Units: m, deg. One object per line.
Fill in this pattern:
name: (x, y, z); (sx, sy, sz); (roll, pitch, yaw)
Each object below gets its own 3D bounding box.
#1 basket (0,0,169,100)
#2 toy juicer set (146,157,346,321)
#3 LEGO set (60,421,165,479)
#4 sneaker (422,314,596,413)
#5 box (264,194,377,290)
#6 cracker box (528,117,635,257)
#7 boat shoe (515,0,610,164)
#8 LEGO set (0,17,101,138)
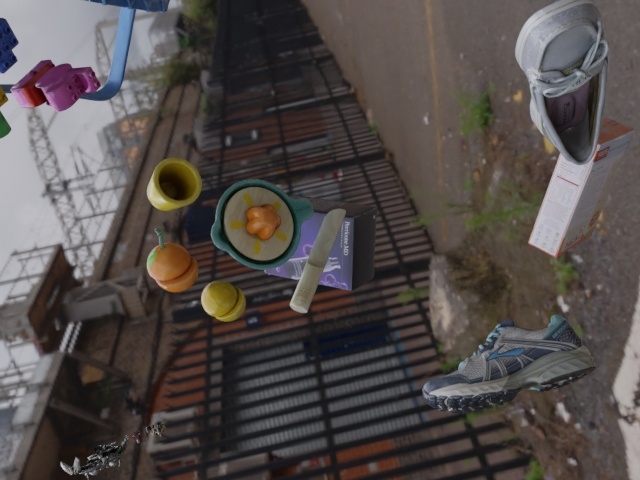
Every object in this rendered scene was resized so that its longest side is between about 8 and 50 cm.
basket: (-0.303, -0.309, 0.858); (0.254, 0.201, 0.289); (-17, -53, -64)
toy juicer set: (-0.091, 0.014, 1.029); (0.089, 0.329, 0.209); (-26, 58, 56)
LEGO set: (-0.158, 0.167, 0.560); (0.054, 0.083, 0.023); (27, -139, -78)
sneaker: (0.300, 0.204, 1.197); (0.110, 0.283, 0.122); (82, 173, -62)
box: (0.000, 0.000, 1.448); (0.108, 0.207, 0.153); (-25, -61, -58)
cracker box: (0.481, -0.099, 1.328); (0.067, 0.155, 0.232); (33, 127, 32)
boat shoe: (0.343, -0.213, 0.986); (0.320, 0.118, 0.103); (54, -166, -63)
LEGO set: (-0.242, -0.096, 0.519); (0.227, 0.093, 0.087); (-66, -32, -41)
